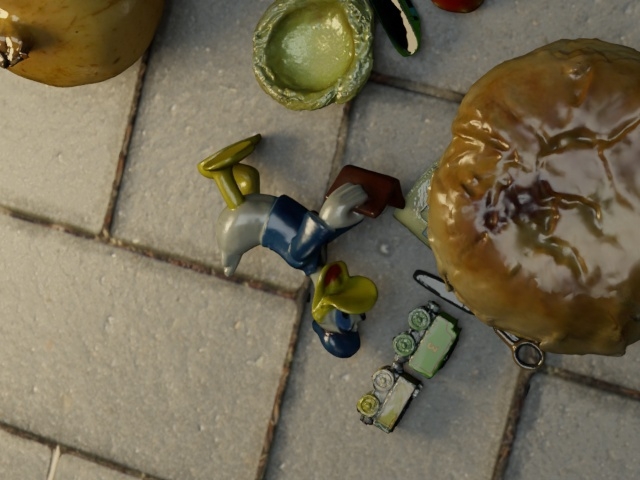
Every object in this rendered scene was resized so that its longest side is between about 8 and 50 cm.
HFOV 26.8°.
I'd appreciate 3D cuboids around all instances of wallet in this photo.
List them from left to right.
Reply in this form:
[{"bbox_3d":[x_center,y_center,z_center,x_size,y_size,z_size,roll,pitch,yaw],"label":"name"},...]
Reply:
[{"bbox_3d":[0.189,-0.027,1.868,0.155,0.039,0.110,40,104,12],"label":"wallet"}]

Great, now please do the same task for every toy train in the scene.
[{"bbox_3d":[0.092,-0.355,1.890,0.044,0.042,0.209,-32,82,39],"label":"toy train"},{"bbox_3d":[0.124,0.181,1.883,0.081,0.060,0.202,31,102,9],"label":"toy train"}]

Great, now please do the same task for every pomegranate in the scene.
[{"bbox_3d":[-0.384,-0.369,1.885,0.342,0.342,0.343,0,91,18],"label":"pomegranate"}]

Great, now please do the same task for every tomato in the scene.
[{"bbox_3d":[0.189,-0.355,1.843,0.087,0.075,0.087,-1,87,19],"label":"tomato"}]

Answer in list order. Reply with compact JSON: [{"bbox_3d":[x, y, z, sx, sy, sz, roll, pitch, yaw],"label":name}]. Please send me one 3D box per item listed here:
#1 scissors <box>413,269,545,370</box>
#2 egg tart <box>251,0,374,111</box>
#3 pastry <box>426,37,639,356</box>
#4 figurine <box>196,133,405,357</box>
[{"bbox_3d":[0.225,0.097,1.871,0.220,0.017,0.088,29,103,15],"label":"scissors"},{"bbox_3d":[-0.005,-0.274,1.905,0.197,0.078,0.197,0,89,19],"label":"egg tart"},{"bbox_3d":[0.333,-0.055,1.709,0.409,0.245,0.410,0,89,11],"label":"pastry"},{"bbox_3d":[0.000,0.000,1.886,0.283,0.204,0.338,-19,99,16],"label":"figurine"}]
